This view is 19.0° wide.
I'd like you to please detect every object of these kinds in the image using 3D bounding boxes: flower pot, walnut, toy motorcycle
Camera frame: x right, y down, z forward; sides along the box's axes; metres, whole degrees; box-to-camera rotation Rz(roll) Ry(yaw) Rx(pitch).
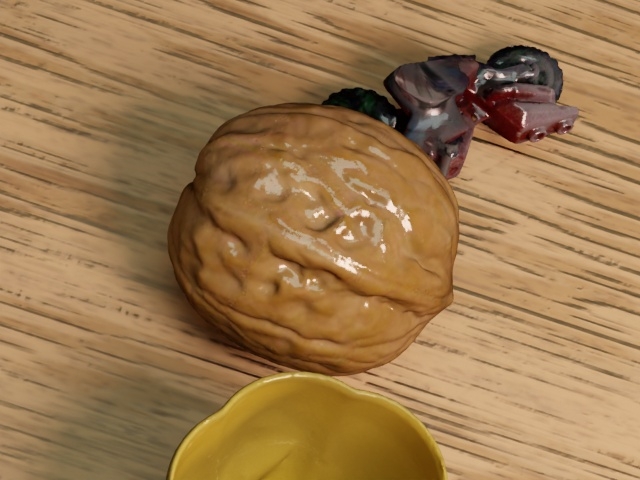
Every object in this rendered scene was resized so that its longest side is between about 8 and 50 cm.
[{"bbox_3d":[-0.020,0.211,1.282,0.195,0.179,0.195,5,61,-10],"label":"flower pot"},{"bbox_3d":[0.000,0.000,1.392,0.213,0.213,0.213,5,63,-10],"label":"walnut"},{"bbox_3d":[0.108,-0.089,1.513,0.213,0.082,0.122,-17,68,-18],"label":"toy motorcycle"}]
